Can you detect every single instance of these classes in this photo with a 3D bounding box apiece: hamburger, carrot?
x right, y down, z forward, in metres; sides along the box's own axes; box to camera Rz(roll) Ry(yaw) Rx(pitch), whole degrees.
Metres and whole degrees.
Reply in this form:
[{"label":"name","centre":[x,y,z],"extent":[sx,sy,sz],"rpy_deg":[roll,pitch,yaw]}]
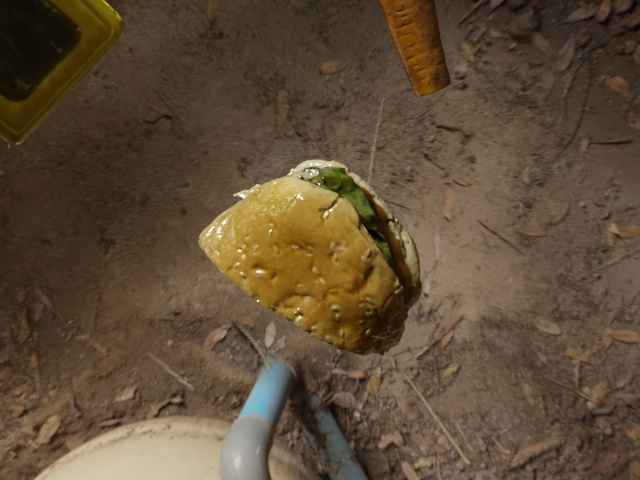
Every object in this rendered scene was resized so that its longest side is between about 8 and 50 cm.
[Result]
[{"label":"hamburger","centre":[0.002,-0.003,0.900],"extent":[0.330,0.162,0.208],"rpy_deg":[29,112,9]},{"label":"carrot","centre":[0.046,-0.123,0.335],"extent":[0.032,0.032,0.093],"rpy_deg":[-18,106,2]}]

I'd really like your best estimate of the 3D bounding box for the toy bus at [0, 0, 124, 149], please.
[{"label":"toy bus","centre":[-0.283,-0.208,0.372],"extent":[0.144,0.152,0.330],"rpy_deg":[-48,124,-2]}]
